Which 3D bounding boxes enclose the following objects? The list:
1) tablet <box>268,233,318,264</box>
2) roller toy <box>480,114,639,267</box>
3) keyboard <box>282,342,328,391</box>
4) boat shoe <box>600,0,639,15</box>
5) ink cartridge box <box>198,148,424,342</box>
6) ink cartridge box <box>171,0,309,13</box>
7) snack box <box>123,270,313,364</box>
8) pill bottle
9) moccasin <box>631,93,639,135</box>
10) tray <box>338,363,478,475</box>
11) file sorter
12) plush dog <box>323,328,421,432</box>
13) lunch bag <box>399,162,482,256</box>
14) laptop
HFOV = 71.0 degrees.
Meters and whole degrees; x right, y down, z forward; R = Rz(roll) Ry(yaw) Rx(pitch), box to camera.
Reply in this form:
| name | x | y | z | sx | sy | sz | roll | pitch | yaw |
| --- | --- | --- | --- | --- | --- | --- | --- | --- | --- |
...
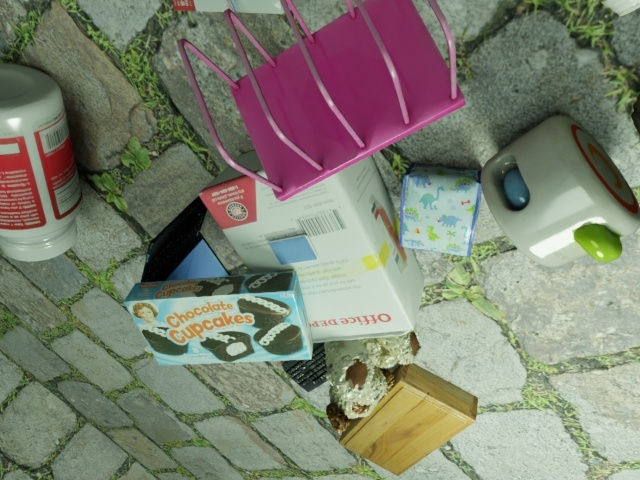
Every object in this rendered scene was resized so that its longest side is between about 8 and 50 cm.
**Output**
| name | x | y | z | sx | sy | sz | roll | pitch | yaw |
| --- | --- | --- | --- | --- | --- | --- | --- | --- | --- |
| tablet | -0.048 | 0.017 | 0.786 | 0.083 | 0.006 | 0.054 | -10 | 121 | 32 |
| roller toy | 0.334 | -0.066 | 0.644 | 0.191 | 0.209 | 0.146 | 51 | 131 | -1 |
| keyboard | 0.038 | 0.343 | 1.203 | 0.201 | 0.033 | 0.317 | 37 | 132 | -7 |
| boat shoe | 0.452 | -0.311 | 0.461 | 0.277 | 0.098 | 0.096 | -25 | 111 | 35 |
| ink cartridge box | 0.000 | 0.000 | 0.864 | 0.279 | 0.160 | 0.384 | -12 | 120 | 31 |
| ink cartridge box | -0.110 | -0.397 | 0.626 | 0.176 | 0.128 | 0.127 | 11 | 129 | 17 |
| snack box | -0.188 | 0.157 | 0.869 | 0.322 | 0.060 | 0.187 | -5 | 126 | 9 |
| pill bottle | -0.672 | -0.155 | 1.002 | 0.229 | 0.229 | 0.407 | 21 | 131 | 8 |
| moccasin | 0.566 | -0.096 | 0.549 | 0.380 | 0.139 | 0.147 | 29 | 131 | 0 |
| tray | 0.218 | 0.495 | 1.211 | 0.203 | 0.076 | 0.411 | 28 | 133 | 2 |
| file sorter | 0.002 | -0.217 | 0.569 | 0.291 | 0.182 | 0.202 | -26 | 77 | 14 |
| plush dog | 0.079 | 0.300 | 1.016 | 0.211 | 0.262 | 0.225 | 16 | 113 | 43 |
| lunch bag | 0.205 | -0.049 | 0.775 | 0.129 | 0.096 | 0.151 | 9 | 115 | 19 |
| laptop | -0.266 | 0.051 | 0.976 | 0.136 | 0.234 | 0.264 | 31 | 132 | -2 |
